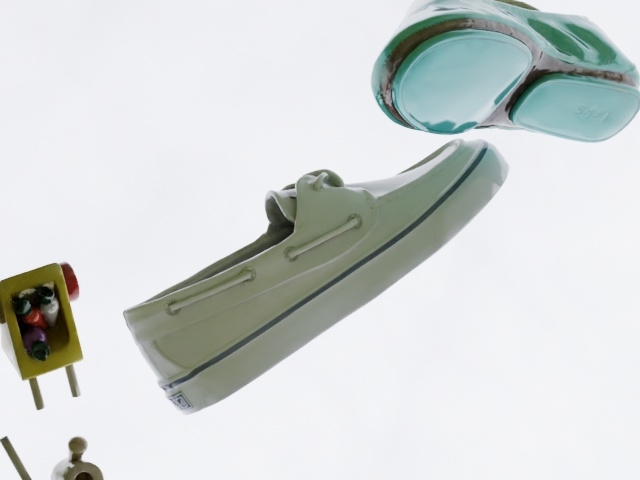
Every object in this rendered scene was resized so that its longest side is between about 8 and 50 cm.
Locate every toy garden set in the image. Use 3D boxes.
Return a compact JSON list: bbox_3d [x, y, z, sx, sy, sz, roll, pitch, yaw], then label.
[{"bbox_3d":[-0.221,0.137,1.005,0.204,0.049,0.244,-18,-83,-27],"label":"toy garden set"}]

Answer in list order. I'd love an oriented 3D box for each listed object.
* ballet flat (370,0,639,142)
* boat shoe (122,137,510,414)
[{"bbox_3d":[0.094,-0.107,0.943,0.083,0.247,0.087,-51,-122,26],"label":"ballet flat"},{"bbox_3d":[0.000,0.000,0.979,0.258,0.095,0.084,-36,-81,-18],"label":"boat shoe"}]
